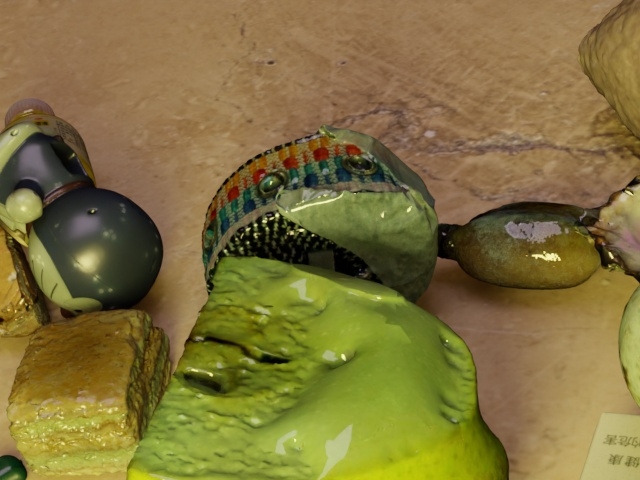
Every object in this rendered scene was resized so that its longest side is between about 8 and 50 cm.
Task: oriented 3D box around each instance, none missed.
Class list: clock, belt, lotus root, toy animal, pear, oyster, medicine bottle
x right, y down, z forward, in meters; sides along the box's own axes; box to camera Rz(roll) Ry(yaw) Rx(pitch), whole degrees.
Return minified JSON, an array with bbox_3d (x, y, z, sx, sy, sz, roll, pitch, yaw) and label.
[{"bbox_3d":[-0.288,-0.019,1.845,0.146,0.199,0.243,-46,71,4],"label":"clock"},{"bbox_3d":[0.000,0.000,1.715,0.257,0.207,0.150,-20,37,7],"label":"belt"},{"bbox_3d":[0.211,0.006,1.731,0.192,0.088,0.113,0,22,22],"label":"lotus root"},{"bbox_3d":[0.444,-0.202,1.803,0.358,0.226,0.188,20,20,35],"label":"toy animal"},{"bbox_3d":[0.010,0.193,1.444,0.318,0.238,0.342,7,34,10],"label":"pear"},{"bbox_3d":[0.390,-0.009,1.658,0.259,0.092,0.198,-29,51,-29],"label":"oyster"},{"bbox_3d":[-0.358,-0.106,2.063,0.122,0.122,0.212,-19,35,-5],"label":"medicine bottle"}]

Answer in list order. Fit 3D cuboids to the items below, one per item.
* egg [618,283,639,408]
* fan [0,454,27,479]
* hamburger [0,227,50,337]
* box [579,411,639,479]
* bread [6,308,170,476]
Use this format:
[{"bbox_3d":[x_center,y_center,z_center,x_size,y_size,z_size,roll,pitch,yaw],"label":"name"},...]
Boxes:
[{"bbox_3d":[0.350,0.108,1.353,0.169,0.169,0.231,-25,46,-14],"label":"egg"},{"bbox_3d":[-0.368,0.263,1.634,0.155,0.039,0.082,-32,38,-23],"label":"fan"},{"bbox_3d":[-0.377,0.061,1.885,0.102,0.087,0.176,-33,47,4],"label":"hamburger"},{"bbox_3d":[0.292,0.261,1.367,0.164,0.069,0.256,3,38,24],"label":"box"},{"bbox_3d":[-0.238,0.150,1.688,0.138,0.102,0.196,-4,35,11],"label":"bread"}]
